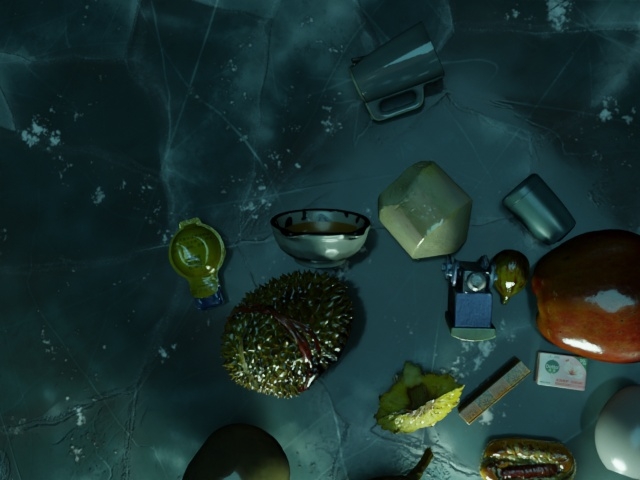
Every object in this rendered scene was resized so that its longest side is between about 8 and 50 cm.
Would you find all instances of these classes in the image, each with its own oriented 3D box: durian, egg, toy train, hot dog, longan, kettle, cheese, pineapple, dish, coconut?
[{"bbox_3d":[-0.088,0.247,1.814,0.384,0.347,0.347,-18,81,-31],"label":"durian"},{"bbox_3d":[0.795,0.480,1.735,0.176,0.176,0.231,21,81,10],"label":"egg"},{"bbox_3d":[0.381,0.141,1.773,0.131,0.300,0.201,3,94,8],"label":"toy train"},{"bbox_3d":[0.548,0.591,1.820,0.253,0.069,0.131,-4,84,8],"label":"hot dog"},{"bbox_3d":[-0.223,0.642,1.835,0.297,0.297,0.297,-1,85,9],"label":"longan"},{"bbox_3d":[0.221,-0.465,1.938,0.243,0.160,0.210,-25,110,14],"label":"kettle"},{"bbox_3d":[-0.356,0.068,2.011,0.177,0.069,0.270,-16,86,9],"label":"cheese"},{"bbox_3d":[0.252,0.433,1.879,0.250,0.139,0.164,-26,40,-8],"label":"pineapple"},{"bbox_3d":[0.000,0.000,1.873,0.303,0.303,0.120,4,108,10],"label":"dish"},{"bbox_3d":[0.291,-0.069,1.837,0.239,0.239,0.244,-41,75,4],"label":"coconut"}]

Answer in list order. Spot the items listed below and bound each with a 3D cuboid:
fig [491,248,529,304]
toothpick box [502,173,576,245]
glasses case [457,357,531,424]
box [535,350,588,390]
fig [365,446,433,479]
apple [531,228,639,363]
[{"bbox_3d":[0.509,0.101,1.851,0.109,0.103,0.154,7,98,-33],"label":"fig"},{"bbox_3d":[0.593,-0.080,1.844,0.120,0.120,0.184,-42,84,4],"label":"toothpick box"},{"bbox_3d":[0.468,0.407,1.845,0.218,0.075,0.049,-42,83,4],"label":"glasses case"},{"bbox_3d":[0.646,0.349,1.836,0.125,0.043,0.089,5,86,9],"label":"box"},{"bbox_3d":[0.191,0.695,1.811,0.286,0.286,0.368,28,58,10],"label":"fig"},{"bbox_3d":[0.746,0.148,1.798,0.365,0.295,0.328,-6,42,10],"label":"apple"}]
